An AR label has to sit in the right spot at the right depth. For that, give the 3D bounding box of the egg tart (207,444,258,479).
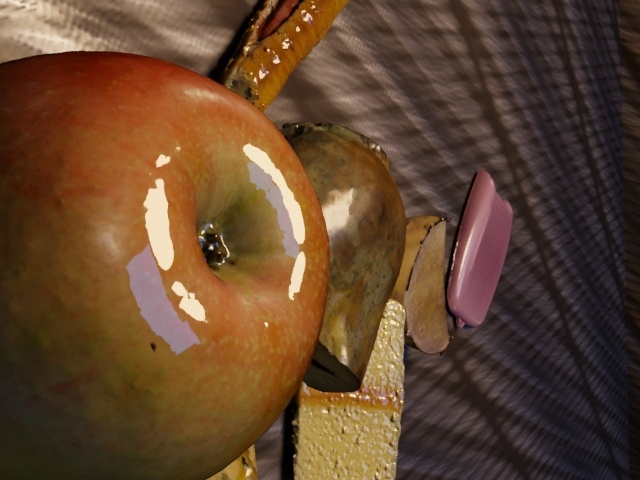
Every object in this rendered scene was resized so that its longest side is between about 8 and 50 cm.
[{"bbox_3d":[-0.140,0.278,0.712,0.278,0.094,0.279,-17,110,-54],"label":"egg tart"}]

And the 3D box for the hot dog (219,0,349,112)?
[{"bbox_3d":[-0.026,-0.249,0.826,0.289,0.068,0.083,-62,148,-31],"label":"hot dog"}]

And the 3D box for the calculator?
[{"bbox_3d":[0.308,0.028,1.389,0.194,0.043,0.294,38,65,-53],"label":"calculator"}]

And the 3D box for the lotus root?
[{"bbox_3d":[0.012,-0.003,0.805,0.267,0.149,0.260,48,59,-34],"label":"lotus root"}]

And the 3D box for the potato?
[{"bbox_3d":[0.124,0.080,1.074,0.138,0.098,0.243,-37,130,-44],"label":"potato"}]

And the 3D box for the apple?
[{"bbox_3d":[-0.139,0.025,0.503,0.319,0.277,0.320,0,91,-53],"label":"apple"}]

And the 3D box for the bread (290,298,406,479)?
[{"bbox_3d":[0.044,0.198,0.969,0.178,0.141,0.266,-9,104,-71],"label":"bread"}]
